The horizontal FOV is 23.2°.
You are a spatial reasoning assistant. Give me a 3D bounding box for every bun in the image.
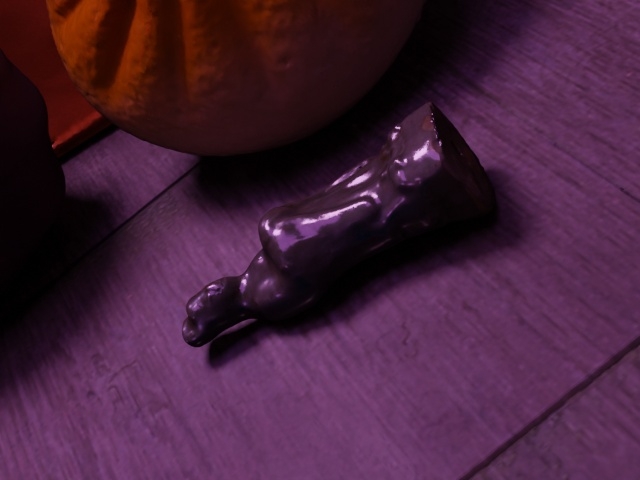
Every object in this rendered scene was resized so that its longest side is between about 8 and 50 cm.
[{"bbox_3d":[-0.068,-0.211,1.119,0.299,0.165,0.299,-5,74,18],"label":"bun"}]

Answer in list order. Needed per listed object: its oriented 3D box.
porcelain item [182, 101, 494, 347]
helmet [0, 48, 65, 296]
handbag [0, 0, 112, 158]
[{"bbox_3d":[0.000,0.000,0.973,0.215,0.069,0.081,-32,34,17],"label":"porcelain item"},{"bbox_3d":[-0.344,-0.021,1.220,0.338,0.197,0.271,-40,37,10],"label":"helmet"},{"bbox_3d":[-0.271,-0.224,1.324,0.410,0.303,0.116,-31,25,11],"label":"handbag"}]
